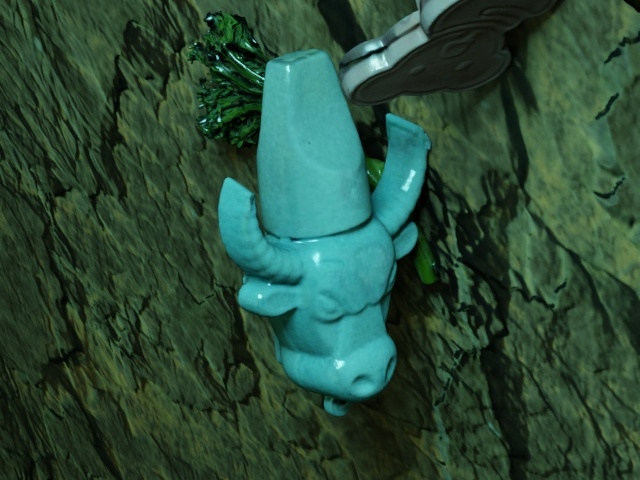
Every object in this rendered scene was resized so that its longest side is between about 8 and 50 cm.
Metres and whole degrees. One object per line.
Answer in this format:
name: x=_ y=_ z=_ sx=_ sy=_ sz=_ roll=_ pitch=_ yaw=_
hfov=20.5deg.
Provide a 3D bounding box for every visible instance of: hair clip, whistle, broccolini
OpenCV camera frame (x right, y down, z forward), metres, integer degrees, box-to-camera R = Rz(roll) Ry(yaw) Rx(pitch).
hair clip: x=0.088 y=-0.136 z=1.113 sx=0.138 sy=0.123 sz=0.102 roll=11 pitch=107 yaw=55
whistle: x=0.000 y=0.000 z=1.263 sx=0.093 sy=0.186 sz=0.274 roll=12 pitch=117 yaw=43
broccolini: x=-0.011 y=-0.055 z=1.382 sx=0.271 sy=0.062 sz=0.123 roll=47 pitch=158 yaw=9

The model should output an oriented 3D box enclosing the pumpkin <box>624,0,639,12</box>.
pumpkin: x=0.208 y=-0.195 z=0.779 sx=0.260 sy=0.189 sz=0.260 roll=18 pitch=126 yaw=27
